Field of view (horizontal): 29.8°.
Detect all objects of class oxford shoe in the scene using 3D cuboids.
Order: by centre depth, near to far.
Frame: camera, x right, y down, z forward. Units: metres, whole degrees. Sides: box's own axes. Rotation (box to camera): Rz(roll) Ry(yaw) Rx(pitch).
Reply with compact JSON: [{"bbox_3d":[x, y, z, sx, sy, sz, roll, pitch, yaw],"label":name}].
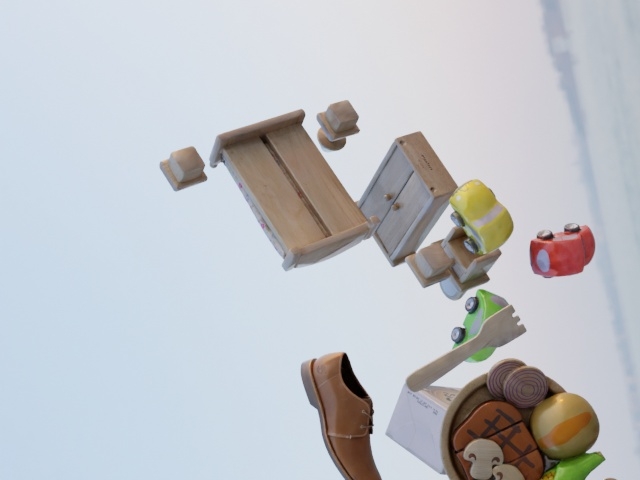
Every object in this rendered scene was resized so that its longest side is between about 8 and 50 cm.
[{"bbox_3d":[0.045,0.254,1.652,0.212,0.076,0.076,68,-158,3],"label":"oxford shoe"}]

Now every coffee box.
[{"bbox_3d":[0.297,0.372,2.341,0.297,0.168,0.119,12,-78,-42],"label":"coffee box"}]

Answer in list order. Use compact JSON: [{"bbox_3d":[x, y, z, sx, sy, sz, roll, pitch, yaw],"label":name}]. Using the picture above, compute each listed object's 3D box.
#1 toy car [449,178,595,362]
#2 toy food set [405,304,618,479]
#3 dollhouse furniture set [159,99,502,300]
[{"bbox_3d":[0.239,0.058,1.540,0.053,0.239,0.225,30,98,62],"label":"toy car"},{"bbox_3d":[0.164,0.165,0.996,0.192,0.132,0.038,57,177,-1],"label":"toy food set"},{"bbox_3d":[0.000,0.000,1.589,0.303,0.355,0.174,57,147,21],"label":"dollhouse furniture set"}]
